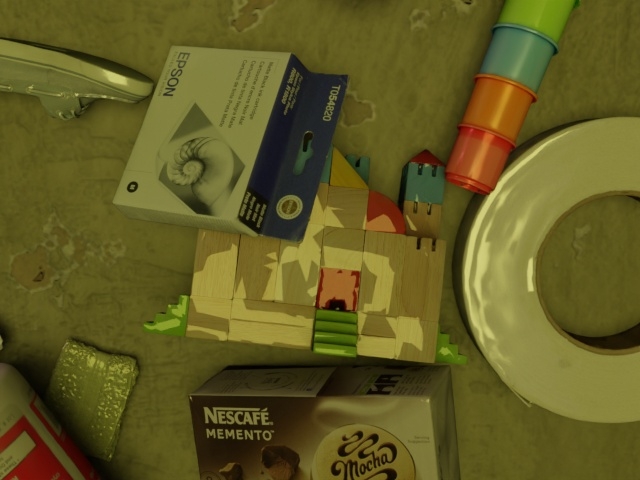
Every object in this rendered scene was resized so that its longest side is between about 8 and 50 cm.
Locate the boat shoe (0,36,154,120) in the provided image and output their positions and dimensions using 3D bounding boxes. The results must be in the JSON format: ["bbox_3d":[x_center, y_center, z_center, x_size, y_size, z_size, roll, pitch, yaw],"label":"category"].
[{"bbox_3d":[-0.311,-0.187,0.972,0.228,0.079,0.081,15,106,8],"label":"boat shoe"}]

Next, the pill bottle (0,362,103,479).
[{"bbox_3d":[-0.347,0.368,0.958,0.229,0.229,0.407,-32,102,3],"label":"pill bottle"}]

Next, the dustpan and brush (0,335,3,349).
[{"bbox_3d":[-0.519,0.096,1.003,0.211,0.060,0.147,37,61,24],"label":"dustpan and brush"}]

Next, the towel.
[{"bbox_3d":[-0.303,0.208,1.048,0.110,0.027,0.148,18,98,-3],"label":"towel"}]

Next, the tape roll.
[{"bbox_3d":[0.364,0.038,1.021,0.393,0.072,0.391,0,98,-1],"label":"tape roll"}]

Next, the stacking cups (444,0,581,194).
[{"bbox_3d":[0.225,-0.212,0.960,0.096,0.096,0.316,24,91,-4],"label":"stacking cups"}]

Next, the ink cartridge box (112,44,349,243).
[{"bbox_3d":[-0.101,-0.117,0.920,0.224,0.045,0.223,8,69,19],"label":"ink cartridge box"}]

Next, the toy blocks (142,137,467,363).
[{"bbox_3d":[0.000,0.000,0.972,0.382,0.191,0.260,6,86,-3],"label":"toy blocks"}]

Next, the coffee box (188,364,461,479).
[{"bbox_3d":[0.007,0.244,0.967,0.297,0.119,0.168,-3,99,20],"label":"coffee box"}]
